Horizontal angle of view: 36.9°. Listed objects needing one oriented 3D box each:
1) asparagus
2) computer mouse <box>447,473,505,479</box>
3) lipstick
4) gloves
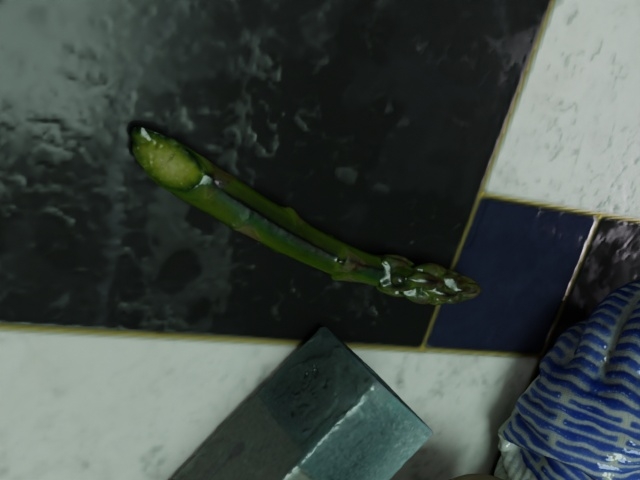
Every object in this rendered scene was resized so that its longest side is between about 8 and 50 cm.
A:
[{"bbox_3d":[0.000,-0.001,0.504,0.236,0.027,0.034,24,111,-36],"label":"asparagus"},{"bbox_3d":[0.042,0.218,0.551,0.237,0.082,0.145,-11,136,-48],"label":"computer mouse"},{"bbox_3d":[-0.078,0.190,0.530,0.317,0.066,0.068,-46,129,-2],"label":"lipstick"},{"bbox_3d":[0.188,0.114,0.623,0.119,0.097,0.229,24,106,1],"label":"gloves"}]
